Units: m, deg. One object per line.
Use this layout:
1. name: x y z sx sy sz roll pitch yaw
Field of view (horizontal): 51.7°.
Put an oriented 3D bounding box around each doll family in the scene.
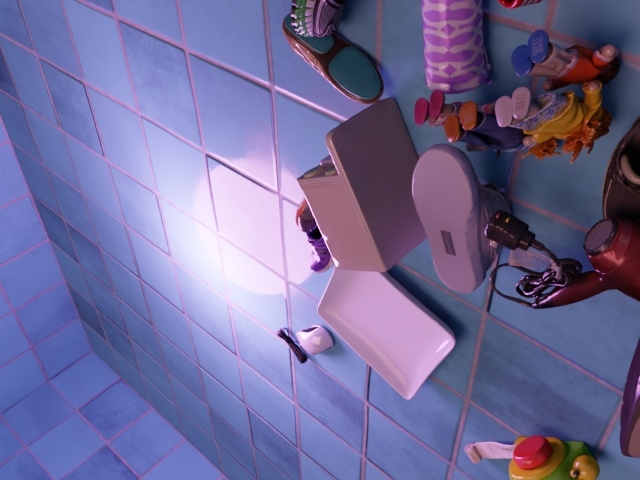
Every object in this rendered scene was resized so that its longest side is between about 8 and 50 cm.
1. doll family: 0.245 -0.141 0.796 0.263 0.163 0.118 -17 74 56

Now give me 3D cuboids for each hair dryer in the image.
1. hair dryer: 0.362 0.040 0.854 0.293 0.080 0.223 17 160 27

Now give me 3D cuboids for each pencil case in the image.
1. pencil case: 0.169 -0.282 0.821 0.088 0.086 0.206 -2 128 13

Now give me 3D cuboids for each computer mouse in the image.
1. computer mouse: -0.037 0.248 1.605 0.106 0.042 0.193 57 147 -3

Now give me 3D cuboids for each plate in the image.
1. plate: 0.127 0.159 1.315 0.278 0.045 0.277 43 145 17

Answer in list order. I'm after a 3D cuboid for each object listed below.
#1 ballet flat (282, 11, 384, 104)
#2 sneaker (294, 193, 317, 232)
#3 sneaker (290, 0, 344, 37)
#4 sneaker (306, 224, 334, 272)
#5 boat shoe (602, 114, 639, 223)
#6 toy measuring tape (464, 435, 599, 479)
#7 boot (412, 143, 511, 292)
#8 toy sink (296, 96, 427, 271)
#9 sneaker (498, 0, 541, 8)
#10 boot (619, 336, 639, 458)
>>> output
1. ballet flat: 0.023 -0.281 1.037 0.206 0.073 0.067 48 174 13
2. sneaker: -0.004 -0.061 1.266 0.065 0.061 0.158 34 144 17
3. sneaker: 0.046 -0.366 0.852 0.146 0.134 0.343 11 164 -10
4. sneaker: 0.000 0.000 1.290 0.170 0.071 0.068 114 152 -48
5. boat shoe: 0.368 -0.089 0.753 0.080 0.073 0.223 34 143 24
6. toy measuring tape: 0.358 0.417 1.200 0.121 0.121 0.330 57 147 -4
7. boot: 0.207 -0.052 0.935 0.095 0.123 0.258 20 143 34
8. toy sink: 0.067 -0.088 1.063 0.131 0.153 0.234 1 121 52
9. sneaker: 0.228 -0.333 0.654 0.087 0.128 0.221 30 141 32
10. boot: 0.491 0.135 0.679 0.284 0.138 0.377 13 131 18
